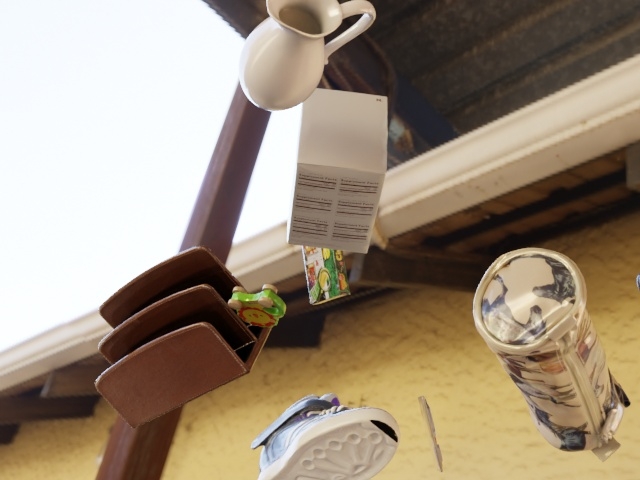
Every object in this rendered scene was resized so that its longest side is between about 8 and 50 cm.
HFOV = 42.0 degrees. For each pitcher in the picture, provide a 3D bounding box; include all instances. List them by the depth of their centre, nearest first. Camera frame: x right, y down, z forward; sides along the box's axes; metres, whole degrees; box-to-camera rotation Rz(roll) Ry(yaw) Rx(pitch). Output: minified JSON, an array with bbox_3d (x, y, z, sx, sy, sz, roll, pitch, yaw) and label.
[{"bbox_3d":[-0.024,-0.284,1.238,0.177,0.126,0.207,-7,-22,-23],"label":"pitcher"}]

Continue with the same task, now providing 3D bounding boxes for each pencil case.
[{"bbox_3d":[0.356,0.178,1.258,0.183,0.160,0.410,39,-10,42],"label":"pencil case"}]

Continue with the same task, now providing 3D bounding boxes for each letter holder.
[{"bbox_3d":[-0.277,0.170,1.504,0.301,0.152,0.214,-29,-71,28],"label":"letter holder"}]

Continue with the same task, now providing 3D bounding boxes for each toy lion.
[{"bbox_3d":[-0.098,0.113,1.372,0.100,0.034,0.096,-7,-39,33],"label":"toy lion"}]

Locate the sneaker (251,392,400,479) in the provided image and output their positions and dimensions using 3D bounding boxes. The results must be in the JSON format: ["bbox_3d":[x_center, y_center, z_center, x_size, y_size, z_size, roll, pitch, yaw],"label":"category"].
[{"bbox_3d":[0.017,0.316,1.432,0.130,0.236,0.323,41,-59,-13],"label":"sneaker"}]

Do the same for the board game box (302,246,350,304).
[{"bbox_3d":[0.000,0.000,1.792,0.030,0.260,0.136,-3,-11,-32],"label":"board game box"}]

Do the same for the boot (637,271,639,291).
[{"bbox_3d":[0.695,-0.002,1.347,0.338,0.118,0.223,-9,-24,0],"label":"boot"}]

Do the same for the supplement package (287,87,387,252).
[{"bbox_3d":[0.028,-0.121,1.452,0.149,0.194,0.203,7,-41,-2],"label":"supplement package"}]

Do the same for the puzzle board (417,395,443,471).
[{"bbox_3d":[0.191,0.331,1.436,0.011,0.128,0.096,-14,-12,-1],"label":"puzzle board"}]
